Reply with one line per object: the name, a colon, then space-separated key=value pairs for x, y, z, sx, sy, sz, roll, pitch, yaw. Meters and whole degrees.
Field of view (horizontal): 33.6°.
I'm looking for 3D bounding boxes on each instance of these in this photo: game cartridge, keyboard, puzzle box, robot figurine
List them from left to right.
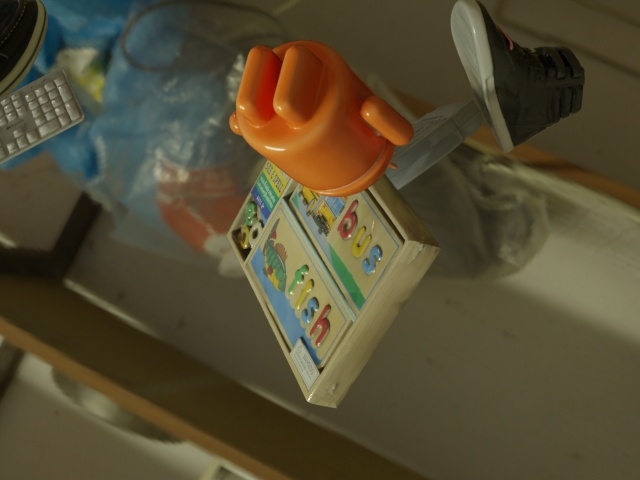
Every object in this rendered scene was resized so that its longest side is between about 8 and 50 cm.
keyboard: x=-0.356 y=-0.086 z=1.045 sx=0.072 sy=0.256 sz=0.014 roll=61 pitch=179 yaw=33
robot figurine: x=-0.003 y=-0.121 z=1.084 sx=0.219 sy=0.158 sz=0.128 roll=35 pitch=-154 yaw=-56
puzzle box: x=0.000 y=0.000 z=1.485 sx=0.052 sy=0.272 sz=0.409 roll=17 pitch=-156 yaw=-32
game cartridge: x=0.137 y=-0.140 z=1.833 sx=0.060 sy=0.294 sz=0.196 roll=55 pitch=168 yaw=-7

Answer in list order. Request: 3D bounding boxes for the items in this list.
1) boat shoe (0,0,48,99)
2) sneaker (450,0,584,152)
boat shoe: x=-0.620 y=-0.260 z=1.662 sx=0.187 sy=0.500 sz=0.156 roll=14 pitch=141 yaw=35
sneaker: x=0.278 y=-0.251 z=1.460 sx=0.295 sy=0.147 sz=0.104 roll=56 pitch=-171 yaw=-51
